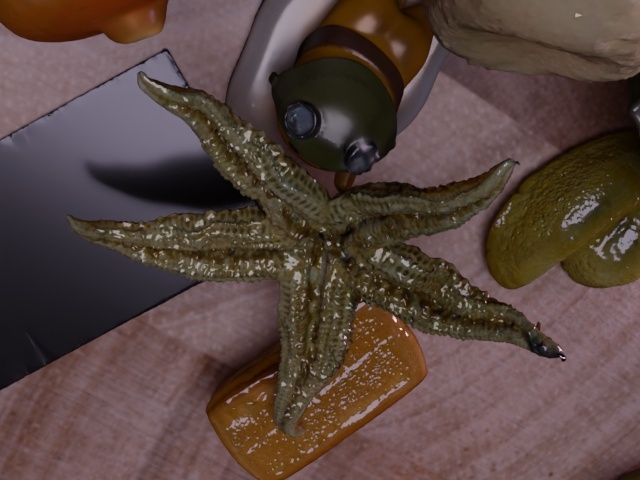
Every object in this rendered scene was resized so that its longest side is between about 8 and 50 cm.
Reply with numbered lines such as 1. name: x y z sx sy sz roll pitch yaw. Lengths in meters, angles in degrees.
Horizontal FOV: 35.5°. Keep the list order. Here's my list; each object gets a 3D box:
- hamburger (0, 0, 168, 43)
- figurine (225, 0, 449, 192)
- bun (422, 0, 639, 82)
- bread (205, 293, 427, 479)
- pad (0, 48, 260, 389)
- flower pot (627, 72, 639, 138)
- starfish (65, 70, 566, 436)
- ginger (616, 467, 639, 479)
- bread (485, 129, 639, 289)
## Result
1. hamburger: -0.094 -0.299 0.581 0.395 0.396 0.277 -39 106 7
2. figurine: 0.033 -0.145 0.790 0.166 0.141 0.250 36 101 -16
3. bun: 0.191 -0.273 0.649 0.227 0.349 0.353 2 119 -6
4. bread: -0.005 0.130 0.915 0.200 0.077 0.116 -36 108 4
5. pad: -0.214 -0.010 0.876 0.299 0.005 0.202 -29 111 3
6. flower pot: 0.361 -0.111 0.783 0.209 0.189 0.239 35 114 5
7. starfish: 0.000 -0.003 0.763 0.347 0.078 0.358 -16 120 30
8. ginger: 0.377 0.345 1.026 0.116 0.109 0.263 -29 112 32
9. bread: 0.246 -0.003 0.912 0.187 0.065 0.149 -32 115 2
